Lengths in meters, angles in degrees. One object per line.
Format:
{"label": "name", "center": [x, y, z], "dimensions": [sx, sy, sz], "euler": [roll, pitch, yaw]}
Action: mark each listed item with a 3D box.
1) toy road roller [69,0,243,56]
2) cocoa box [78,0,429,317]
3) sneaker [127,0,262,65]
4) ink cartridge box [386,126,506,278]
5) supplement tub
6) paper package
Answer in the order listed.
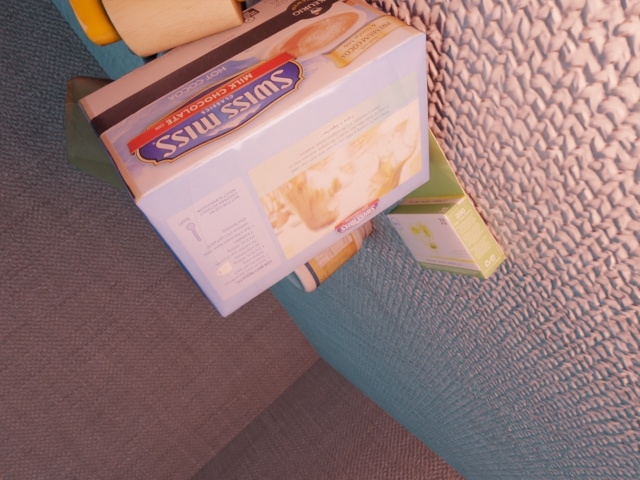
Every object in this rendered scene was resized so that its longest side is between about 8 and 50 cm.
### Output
{"label": "toy road roller", "center": [-0.196, -0.401, 0.543], "dimensions": [0.241, 0.202, 0.330], "euler": [-95, -11, -65]}
{"label": "cocoa box", "center": [-0.064, -0.122, 0.603], "dimensions": [0.228, 0.347, 0.232], "euler": [47, 165, 37]}
{"label": "sneaker", "center": [-0.203, -0.321, 0.828], "dimensions": [0.137, 0.210, 0.366], "euler": [48, 165, 8]}
{"label": "ink cartridge box", "center": [0.160, -0.054, 0.736], "dimensions": [0.235, 0.056, 0.171], "euler": [53, 165, -16]}
{"label": "supplement tub", "center": [0.000, 0.000, 1.035], "dimensions": [0.144, 0.199, 0.144], "euler": [45, 164, 17]}
{"label": "paper package", "center": [-0.244, -0.181, 0.899], "dimensions": [0.324, 0.309, 0.168], "euler": [22, 110, 27]}
